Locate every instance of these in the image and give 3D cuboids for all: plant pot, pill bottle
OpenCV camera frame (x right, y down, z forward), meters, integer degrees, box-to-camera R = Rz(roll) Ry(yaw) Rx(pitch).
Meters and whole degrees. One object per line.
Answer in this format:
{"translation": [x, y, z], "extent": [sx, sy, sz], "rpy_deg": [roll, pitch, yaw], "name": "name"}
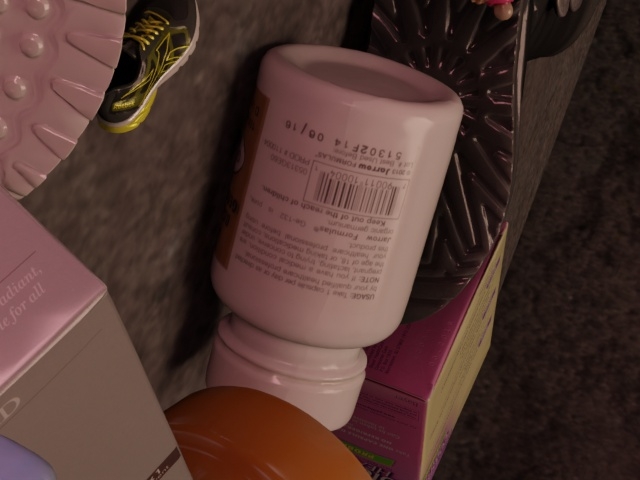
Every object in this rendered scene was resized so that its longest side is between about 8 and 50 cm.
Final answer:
{"translation": [-0.082, 0.215, 0.893], "extent": [0.188, 0.205, 0.205], "rpy_deg": [-31, 142, -46], "name": "plant pot"}
{"translation": [0.000, 0.000, 1.002], "extent": [0.131, 0.131, 0.229], "rpy_deg": [-37, 144, -67], "name": "pill bottle"}

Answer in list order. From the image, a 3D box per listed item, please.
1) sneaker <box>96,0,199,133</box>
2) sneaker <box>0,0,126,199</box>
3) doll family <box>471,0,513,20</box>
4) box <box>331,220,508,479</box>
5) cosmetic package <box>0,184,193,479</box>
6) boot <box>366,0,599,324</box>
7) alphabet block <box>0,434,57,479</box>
{"translation": [-0.084, -0.092, 0.750], "extent": [0.035, 0.031, 0.083], "rpy_deg": [73, 38, -68], "name": "sneaker"}
{"translation": [-0.097, -0.125, 0.553], "extent": [0.095, 0.090, 0.235], "rpy_deg": [-78, -175, -66], "name": "sneaker"}
{"translation": [0.124, -0.283, 1.026], "extent": [0.118, 0.163, 0.263], "rpy_deg": [-130, -138, -67], "name": "doll family"}
{"translation": [0.086, 0.109, 1.538], "extent": [0.243, 0.117, 0.214], "rpy_deg": [88, 26, -56], "name": "box"}
{"translation": [-0.133, 0.076, 0.589], "extent": [0.127, 0.107, 0.238], "rpy_deg": [-45, 162, -15], "name": "cosmetic package"}
{"translation": [0.139, -0.159, 1.333], "extent": [0.445, 0.146, 0.367], "rpy_deg": [-46, 153, -68], "name": "boot"}
{"translation": [-0.187, 0.137, 0.329], "extent": [0.193, 0.192, 0.197], "rpy_deg": [-45, 153, -57], "name": "alphabet block"}
